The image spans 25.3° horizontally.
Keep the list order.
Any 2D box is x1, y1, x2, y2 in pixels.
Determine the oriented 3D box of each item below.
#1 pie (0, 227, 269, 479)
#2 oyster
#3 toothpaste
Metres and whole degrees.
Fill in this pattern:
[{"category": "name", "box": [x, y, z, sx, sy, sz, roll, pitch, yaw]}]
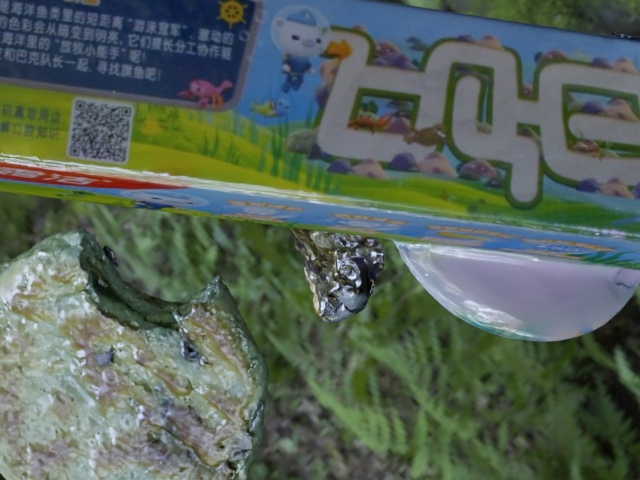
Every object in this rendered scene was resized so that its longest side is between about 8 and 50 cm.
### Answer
[{"category": "pie", "box": [-0.182, 0.130, 1.237, 0.302, 0.067, 0.303, 6, 115, 13]}, {"category": "oyster", "box": [0.000, 0.002, 0.510, 0.054, 0.019, 0.083, 47, 159, 28]}, {"category": "toothpaste", "box": [-0.002, -0.019, 0.335, 0.044, 0.193, 0.070, 150, 126, -77]}]
